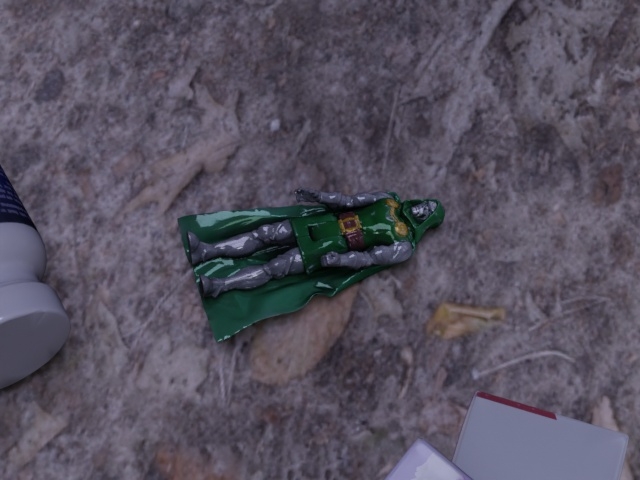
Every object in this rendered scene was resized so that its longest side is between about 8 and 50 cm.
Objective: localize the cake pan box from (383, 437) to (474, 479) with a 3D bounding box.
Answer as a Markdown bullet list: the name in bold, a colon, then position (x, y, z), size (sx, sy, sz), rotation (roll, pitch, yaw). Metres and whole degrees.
- **cake pan box**: position (0.082, 0.317, 1.337), size (0.246, 0.070, 0.267), rotation (41, 88, 11)

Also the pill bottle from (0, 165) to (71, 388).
- **pill bottle**: position (-0.329, -0.005, 1.610), size (0.153, 0.153, 0.265), rotation (-28, 67, -13)

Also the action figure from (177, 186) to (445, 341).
- **action figure**: position (0.000, 0.000, 1.659), size (0.232, 0.063, 0.137), rotation (-14, 61, -10)

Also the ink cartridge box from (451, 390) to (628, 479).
- **ink cartridge box**: position (0.159, 0.225, 1.478), size (0.128, 0.176, 0.127), rotation (16, 62, 7)
